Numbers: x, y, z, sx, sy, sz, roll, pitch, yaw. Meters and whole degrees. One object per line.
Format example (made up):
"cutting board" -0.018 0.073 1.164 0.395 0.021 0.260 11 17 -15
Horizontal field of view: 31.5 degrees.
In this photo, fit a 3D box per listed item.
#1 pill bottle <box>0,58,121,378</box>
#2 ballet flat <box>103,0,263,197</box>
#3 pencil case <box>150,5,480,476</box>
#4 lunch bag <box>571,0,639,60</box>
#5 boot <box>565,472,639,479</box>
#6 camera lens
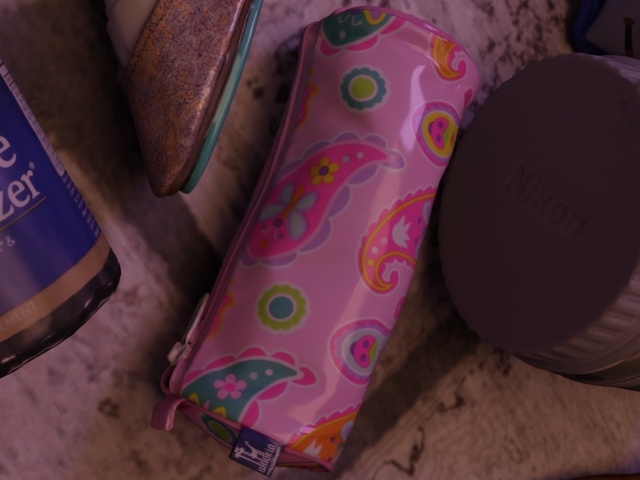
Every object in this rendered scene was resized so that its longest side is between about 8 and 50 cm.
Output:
"pill bottle" -0.201 -0.044 0.553 0.123 0.123 0.219 -38 111 -27
"ballet flat" -0.071 -0.179 0.664 0.106 0.107 0.316 23 73 -12
"pencil case" 0.000 0.000 0.692 0.124 0.124 0.284 29 77 -31
"lunch bag" 0.444 -0.179 0.859 0.385 0.328 0.239 14 88 -35
"boot" 0.277 0.180 0.925 0.280 0.096 0.264 -8 97 -22
"camera lens" 0.249 0.000 0.797 0.274 0.219 0.219 12 85 -33
